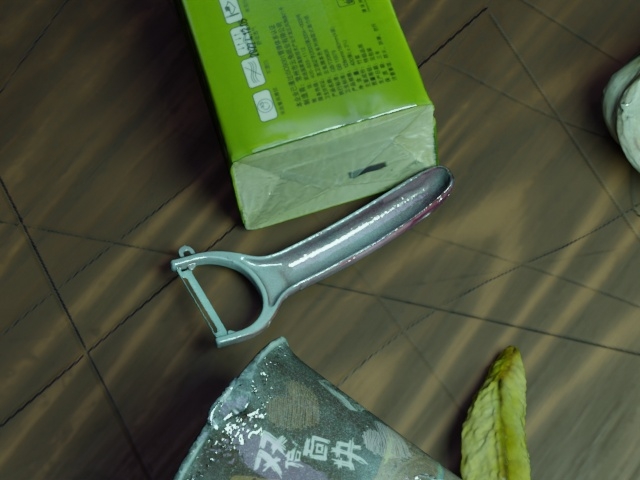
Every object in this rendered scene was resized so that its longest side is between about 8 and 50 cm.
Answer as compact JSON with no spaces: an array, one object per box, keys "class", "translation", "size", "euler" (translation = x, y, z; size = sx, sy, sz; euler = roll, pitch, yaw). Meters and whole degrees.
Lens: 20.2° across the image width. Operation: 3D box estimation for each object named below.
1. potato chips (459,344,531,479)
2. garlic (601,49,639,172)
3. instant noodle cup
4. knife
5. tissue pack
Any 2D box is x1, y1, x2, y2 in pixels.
[{"class":"potato chips","translation":[0.169,0.265,1.538],"size":[0.080,0.057,0.407],"euler":[19,47,-36]},{"class":"garlic","translation":[0.390,-0.107,1.697],"size":[0.218,0.218,0.212],"euler":[-38,106,-15]},{"class":"instant noodle cup","translation":[-0.004,0.223,1.522],"size":[0.207,0.217,0.217],"euler":[31,69,10]},{"class":"knife","translation":[0.001,0.001,1.712],"size":[0.278,0.053,0.123],"euler":[-26,60,-11]},{"class":"tissue pack","translation":[-0.022,-0.180,1.741],"size":[0.200,0.167,0.275],"euler":[-17,65,-3]}]
